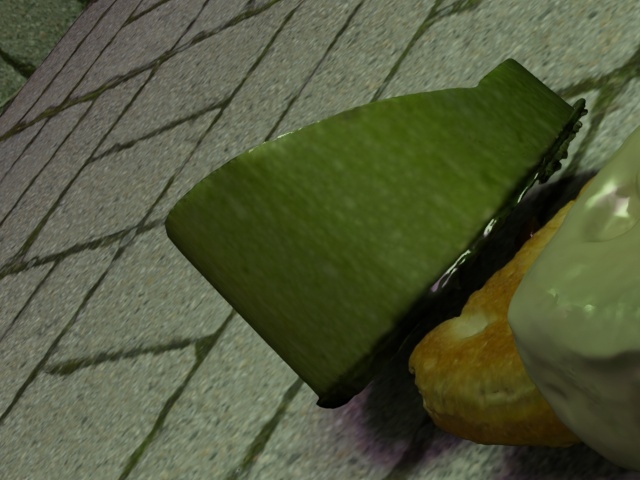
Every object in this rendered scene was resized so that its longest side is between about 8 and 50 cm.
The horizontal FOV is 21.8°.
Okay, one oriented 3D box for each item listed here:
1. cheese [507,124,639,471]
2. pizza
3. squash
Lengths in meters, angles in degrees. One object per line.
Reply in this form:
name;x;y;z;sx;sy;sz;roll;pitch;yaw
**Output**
cheese;0.188;0.018;0.559;0.159;0.093;0.263;-49;33;-21
pizza;0.133;0.022;0.767;0.154;0.069;0.194;-18;28;54
squash;0.039;-0.024;0.896;0.220;0.133;0.220;-43;-6;-6
